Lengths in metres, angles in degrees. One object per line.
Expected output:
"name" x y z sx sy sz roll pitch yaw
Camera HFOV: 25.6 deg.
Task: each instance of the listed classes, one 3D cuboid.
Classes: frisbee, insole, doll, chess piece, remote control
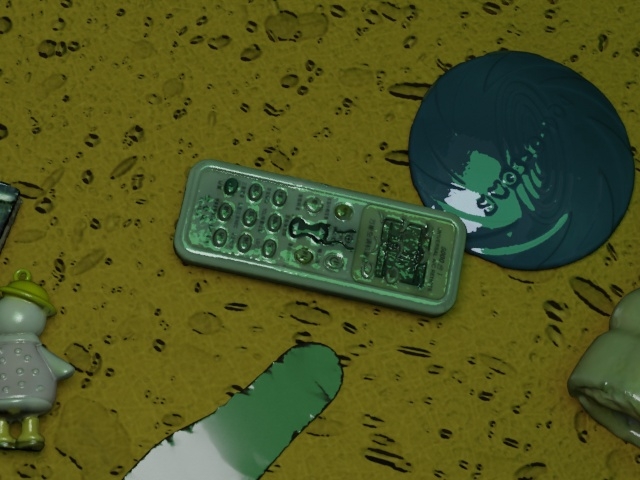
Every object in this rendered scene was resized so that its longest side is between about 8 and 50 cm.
"frisbee" 0.251 -0.105 1.725 0.289 0.049 0.289 2 73 -8
"insole" -0.102 0.232 1.596 0.328 0.007 0.111 -39 84 -16
"doll" -0.335 0.129 1.555 0.129 0.081 0.207 -3 71 4
"chess piece" 0.467 0.035 1.639 0.234 0.234 0.442 34 77 3
"remote control" 0.000 0.000 1.649 0.335 0.065 0.128 13 70 -4

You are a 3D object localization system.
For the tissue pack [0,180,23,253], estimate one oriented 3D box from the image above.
"tissue pack" -0.453 0.023 1.573 0.173 0.073 0.235 18 72 -2
